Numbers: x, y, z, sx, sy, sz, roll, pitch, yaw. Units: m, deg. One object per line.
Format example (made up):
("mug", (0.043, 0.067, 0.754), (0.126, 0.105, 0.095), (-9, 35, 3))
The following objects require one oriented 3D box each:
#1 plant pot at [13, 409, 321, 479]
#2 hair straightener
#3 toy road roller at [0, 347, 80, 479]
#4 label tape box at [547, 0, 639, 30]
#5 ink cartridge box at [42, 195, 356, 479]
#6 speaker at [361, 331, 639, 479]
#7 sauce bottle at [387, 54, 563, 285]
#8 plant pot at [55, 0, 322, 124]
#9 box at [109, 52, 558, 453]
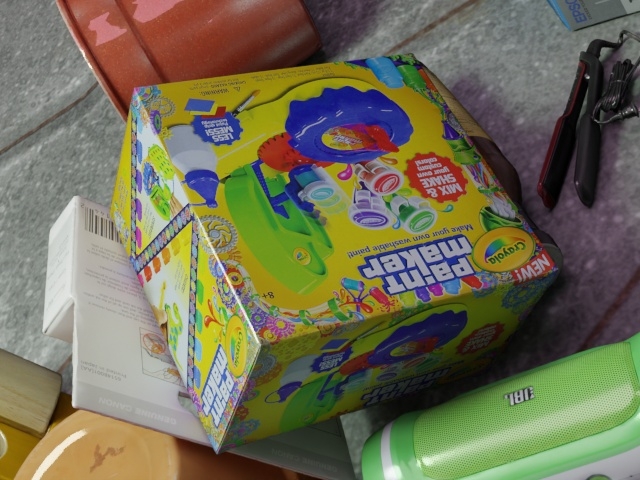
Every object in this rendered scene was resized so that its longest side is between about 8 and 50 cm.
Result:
("plant pot", (-0.157, 0.279, 1.039), (0.291, 0.203, 0.290), (-20, 48, 23))
("hair straightener", (0.296, -0.132, 1.164), (0.089, 0.047, 0.230), (1, 53, 36))
("toy road roller", (-0.410, 0.286, 1.215), (0.240, 0.203, 0.329), (-50, 22, 32))
("label tape box", (0.280, -0.348, 1.198), (0.334, 0.240, 0.105), (-13, 52, 29))
("ink cartridge box", (-0.117, 0.111, 1.072), (0.066, 0.296, 0.261), (-48, 34, 31))
("speaker", (0.189, 0.168, 0.934), (0.297, 0.131, 0.131), (-23, 46, 19))
("sauce bottle", (0.137, -0.071, 1.173), (0.111, 0.111, 0.344), (-37, 41, 6))
("plant pot", (-0.158, -0.273, 1.460), (0.265, 0.272, 0.272), (-30, 44, 1))
("box", (0.000, 0.000, 1.019), (0.290, 0.177, 0.279), (-13, 57, -28))
